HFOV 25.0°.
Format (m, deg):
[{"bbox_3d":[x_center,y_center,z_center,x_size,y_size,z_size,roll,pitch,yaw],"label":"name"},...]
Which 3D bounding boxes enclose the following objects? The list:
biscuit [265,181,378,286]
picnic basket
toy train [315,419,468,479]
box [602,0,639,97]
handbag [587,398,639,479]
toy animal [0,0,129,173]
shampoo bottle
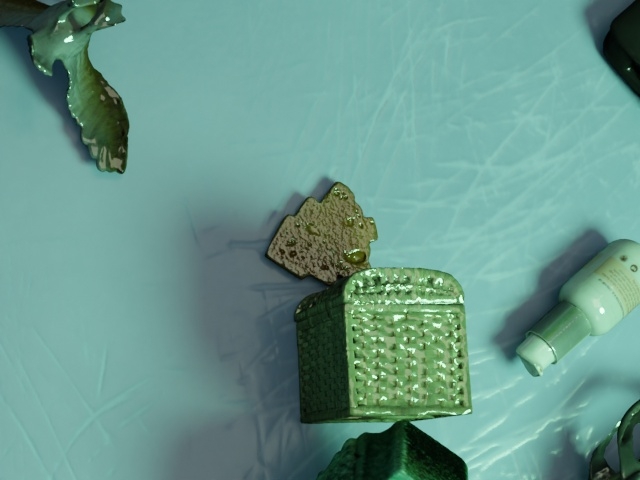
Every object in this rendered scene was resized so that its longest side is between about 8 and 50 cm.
[{"bbox_3d":[0.000,0.000,1.571,0.130,0.019,0.119,-11,84,-17],"label":"biscuit"},{"bbox_3d":[0.059,0.108,1.478,0.134,0.196,0.154,1,80,-15],"label":"picnic basket"},{"bbox_3d":[0.068,0.333,1.428,0.238,0.167,0.299,36,106,-7],"label":"toy train"},{"bbox_3d":[0.515,-0.216,1.697,0.289,0.073,0.290,-40,79,-19],"label":"box"},{"bbox_3d":[0.412,0.296,1.572,0.302,0.149,0.283,-29,92,-16],"label":"handbag"},{"bbox_3d":[-0.247,-0.214,1.485,0.272,0.160,0.197,48,71,-11],"label":"toy animal"},{"bbox_3d":[0.293,0.078,1.612,0.192,0.074,0.074,-40,93,-16],"label":"shampoo bottle"}]
